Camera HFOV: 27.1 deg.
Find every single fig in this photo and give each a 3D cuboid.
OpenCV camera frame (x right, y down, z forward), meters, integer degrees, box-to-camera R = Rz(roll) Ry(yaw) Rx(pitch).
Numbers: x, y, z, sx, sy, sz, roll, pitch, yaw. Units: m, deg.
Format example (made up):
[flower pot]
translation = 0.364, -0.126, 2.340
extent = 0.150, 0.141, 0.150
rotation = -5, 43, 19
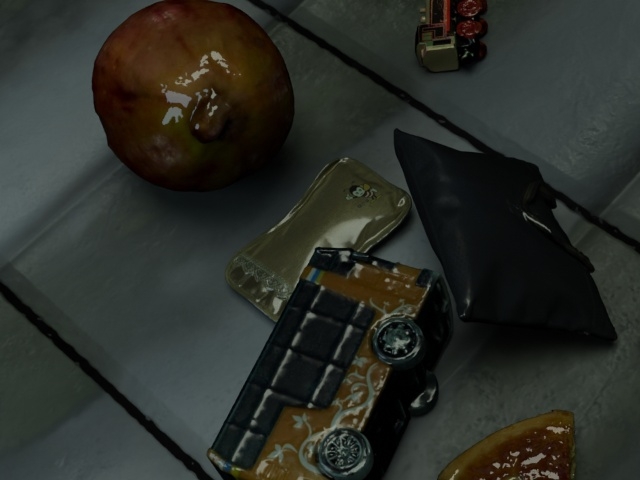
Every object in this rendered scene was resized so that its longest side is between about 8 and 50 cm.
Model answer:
[fig]
translation = -0.140, -0.159, 1.510
extent = 0.263, 0.224, 0.224
rotation = 12, 58, 43

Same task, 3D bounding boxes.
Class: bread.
[bread]
translation = 0.181, 0.238, 1.293
extent = 0.135, 0.054, 0.154
rotation = 0, 52, 10

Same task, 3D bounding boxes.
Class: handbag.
[handbag]
translation = 0.193, -0.005, 1.390
extent = 0.211, 0.089, 0.254
rotation = 12, 44, -32

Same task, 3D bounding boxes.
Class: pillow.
[pillow]
translation = 0.000, 0.000, 1.499
extent = 0.217, 0.033, 0.130
rotation = -43, 58, -17

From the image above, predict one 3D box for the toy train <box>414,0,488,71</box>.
[toy train]
translation = 0.161, -0.272, 1.637
extent = 0.087, 0.050, 0.138
rotation = -4, 56, 13

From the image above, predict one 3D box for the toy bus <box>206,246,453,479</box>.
[toy bus]
translation = 0.018, 0.151, 1.335
extent = 0.167, 0.138, 0.275
rotation = 18, 64, 24
